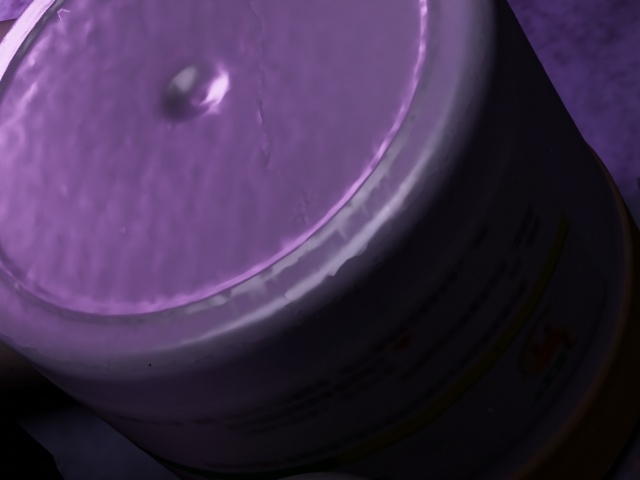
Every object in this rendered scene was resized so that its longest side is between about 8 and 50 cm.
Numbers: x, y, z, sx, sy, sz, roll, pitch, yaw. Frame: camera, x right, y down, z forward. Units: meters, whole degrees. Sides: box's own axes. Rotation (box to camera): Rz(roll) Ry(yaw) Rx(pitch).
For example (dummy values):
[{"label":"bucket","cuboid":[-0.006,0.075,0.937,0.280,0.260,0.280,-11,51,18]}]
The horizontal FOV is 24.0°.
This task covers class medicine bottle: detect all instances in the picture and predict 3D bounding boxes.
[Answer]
[{"label":"medicine bottle","cuboid":[0.000,0.000,0.640,0.238,0.232,0.237,-15,55,22]}]

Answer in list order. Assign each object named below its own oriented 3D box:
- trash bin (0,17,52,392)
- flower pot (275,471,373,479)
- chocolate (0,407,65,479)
[{"label":"trash bin","cuboid":[-0.225,-0.015,0.857,0.247,0.121,0.243,-10,56,20]},{"label":"flower pot","cuboid":[-0.001,0.207,0.502,0.195,0.246,0.246,-59,41,32]},{"label":"chocolate","cuboid":[-0.247,0.184,0.596,0.331,0.383,0.384,-47,49,-14]}]
